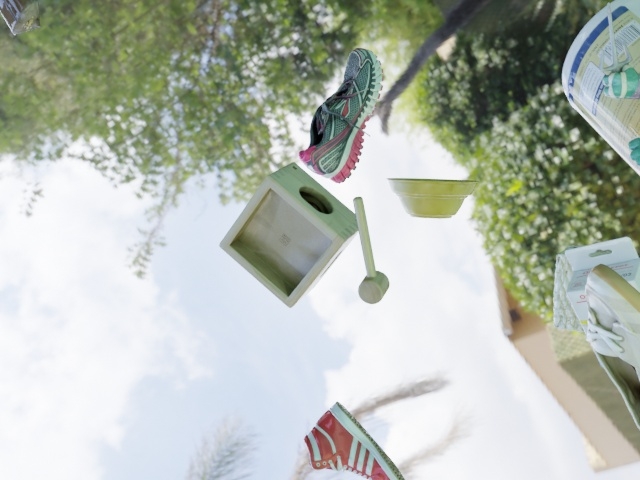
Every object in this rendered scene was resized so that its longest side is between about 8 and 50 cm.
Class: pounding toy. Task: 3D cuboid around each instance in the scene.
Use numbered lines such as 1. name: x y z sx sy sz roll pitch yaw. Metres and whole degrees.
1. pounding toy: 0.009 -0.003 1.039 0.206 0.181 0.094 41 -153 6

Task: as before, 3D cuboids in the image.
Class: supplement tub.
1. supplement tub: 0.529 -0.199 1.183 0.228 0.228 0.316 34 -158 -46

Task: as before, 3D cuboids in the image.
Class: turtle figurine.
1. turtle figurine: 0.363 -0.188 0.821 0.118 0.175 0.234 34 160 31

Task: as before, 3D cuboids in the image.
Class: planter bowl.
1. planter bowl: 0.259 -0.098 1.894 0.217 0.217 0.090 -10 -76 -63

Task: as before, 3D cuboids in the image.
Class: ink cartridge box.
1. ink cartridge box: 0.433 0.093 1.189 0.181 0.104 0.061 59 -140 -18

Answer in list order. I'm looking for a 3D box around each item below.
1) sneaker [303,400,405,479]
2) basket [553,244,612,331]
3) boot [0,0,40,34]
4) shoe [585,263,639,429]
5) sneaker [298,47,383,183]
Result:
1. sneaker: 0.033 0.231 0.833 0.118 0.067 0.042 47 177 16
2. basket: 0.531 0.099 1.613 0.103 0.113 0.167 -13 -75 -56
3. boot: -0.361 -0.264 0.900 0.114 0.106 0.037 53 -140 4
4. shoe: 0.302 0.112 0.781 0.219 0.058 0.076 53 174 -30
5. sneaker: 0.047 -0.275 1.706 0.112 0.121 0.299 22 -107 -21
